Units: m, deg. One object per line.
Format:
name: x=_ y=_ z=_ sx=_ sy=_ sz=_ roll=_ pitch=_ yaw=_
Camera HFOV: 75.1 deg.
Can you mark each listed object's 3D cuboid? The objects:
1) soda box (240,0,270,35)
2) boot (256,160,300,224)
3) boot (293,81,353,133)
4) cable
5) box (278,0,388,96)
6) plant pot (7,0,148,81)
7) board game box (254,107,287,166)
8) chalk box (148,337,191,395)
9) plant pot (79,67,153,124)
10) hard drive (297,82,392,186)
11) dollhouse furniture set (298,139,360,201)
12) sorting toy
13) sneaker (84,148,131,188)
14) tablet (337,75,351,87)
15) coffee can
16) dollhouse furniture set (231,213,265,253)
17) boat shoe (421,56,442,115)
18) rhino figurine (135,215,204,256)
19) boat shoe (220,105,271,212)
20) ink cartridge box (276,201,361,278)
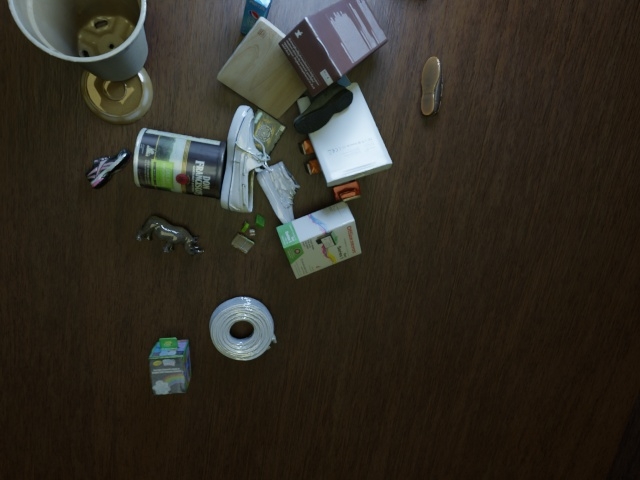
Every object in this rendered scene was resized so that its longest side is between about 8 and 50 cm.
soda box: x=-0.205 y=-0.735 z=1.339 sx=0.067 sy=0.210 sz=0.071 roll=25 pitch=81 yaw=-15
boot: x=-0.126 y=-0.165 z=1.562 sx=0.123 sy=0.095 sz=0.259 roll=-28 pitch=106 yaw=6
boot: x=-0.020 y=-0.481 z=1.453 sx=0.246 sy=0.161 sz=0.083 roll=-36 pitch=151 yaw=-10
cable: x=-0.315 y=0.357 z=1.671 sx=0.256 sy=0.089 sz=0.258 roll=-11 pitch=106 yaw=-6
box: x=0.055 y=-0.636 z=1.338 sx=0.143 sy=0.381 sz=0.191 roll=-20 pitch=113 yaw=43
plant pot: x=-0.656 y=-0.634 z=1.228 sx=0.333 sy=0.305 sz=0.335 roll=0 pitch=91 yaw=-10
board game box: x=-0.224 y=-0.372 z=1.530 sx=0.126 sy=0.026 sz=0.186 roll=32 pitch=98 yaw=-15
chalk box: x=-0.589 y=0.474 z=1.637 sx=0.132 sy=0.132 sz=0.213 roll=-1 pitch=103 yaw=-8
plant pot: x=-0.696 y=-0.514 z=1.415 sx=0.235 sy=0.032 sz=0.237 roll=-2 pitch=105 yaw=-8
hard drive: x=0.079 y=-0.378 z=1.465 sx=0.232 sy=0.047 sz=0.354 roll=-18 pitch=71 yaw=-4
dollhouse furniture set: x=0.077 y=-0.286 z=1.544 sx=0.261 sy=0.135 sz=0.260 roll=-16 pitch=106 yaw=-5
sorting toy: x=-0.167 y=-0.582 z=1.399 sx=0.255 sy=0.090 sz=0.257 roll=27 pitch=135 yaw=-33
sneaker: x=-0.750 y=-0.265 z=1.454 sx=0.178 sy=0.072 sz=0.077 roll=-42 pitch=96 yaw=-3
tablet: x=0.072 y=-0.582 z=1.510 sx=0.054 sy=0.006 sz=0.083 roll=-25 pitch=71 yaw=-6
coffee can: x=-0.470 y=-0.260 z=1.429 sx=0.274 sy=0.201 sz=0.202 roll=7 pitch=103 yaw=-10
dollhouse furniture set: x=-0.277 y=-0.030 z=1.612 sx=0.076 sy=0.059 sz=0.152 roll=32 pitch=117 yaw=-23
boat shoe: x=0.422 y=-0.575 z=1.566 sx=0.073 sy=0.073 sz=0.207 roll=-13 pitch=114 yaw=-45
rhino figurine: x=-0.548 y=-0.009 z=1.548 sx=0.243 sy=0.073 sz=0.106 roll=25 pitch=102 yaw=-16
boat shoe: x=-0.241 y=-0.269 z=1.449 sx=0.156 sy=0.136 sz=0.368 roll=13 pitch=102 yaw=6
ink cartridge box: x=0.000 y=0.000 z=1.574 sx=0.277 sy=0.117 sz=0.202 roll=-21 pitch=139 yaw=-3
